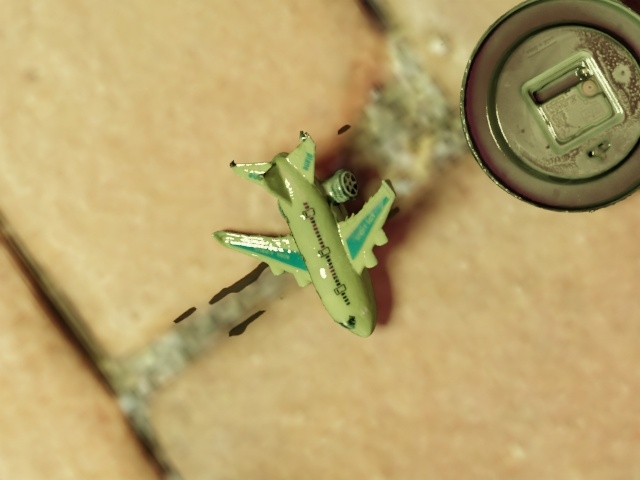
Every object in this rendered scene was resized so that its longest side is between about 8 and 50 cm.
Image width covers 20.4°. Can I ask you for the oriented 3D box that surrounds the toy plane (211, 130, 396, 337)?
[{"bbox_3d":[0.001,-0.001,0.658,0.080,0.033,0.083,-17,112,32],"label":"toy plane"}]

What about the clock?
[{"bbox_3d":[0.094,-0.052,0.670,0.085,0.017,0.085,0,90,-2],"label":"clock"}]
